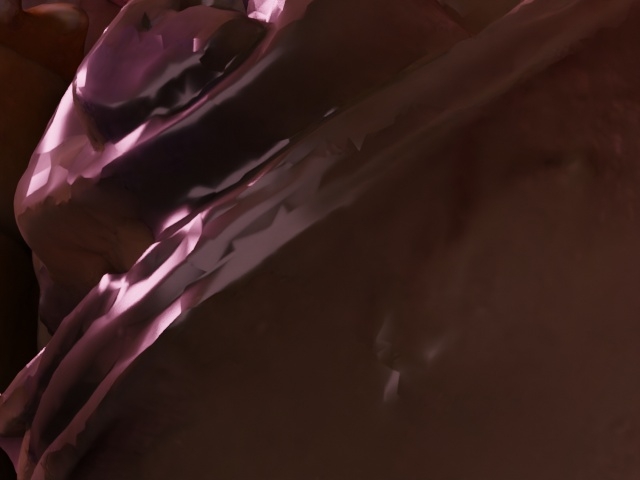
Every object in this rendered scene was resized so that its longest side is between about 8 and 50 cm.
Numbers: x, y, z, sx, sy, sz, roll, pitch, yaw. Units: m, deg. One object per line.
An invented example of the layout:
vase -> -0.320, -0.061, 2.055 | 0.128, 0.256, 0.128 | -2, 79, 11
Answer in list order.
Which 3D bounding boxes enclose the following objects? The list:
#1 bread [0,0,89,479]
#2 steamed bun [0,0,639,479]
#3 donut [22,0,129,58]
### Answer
bread -> -0.249, 0.041, 0.792 | 0.300, 0.210, 0.341 | -2, 65, 22
steamed bun -> 0.000, 0.000, 0.635 | 0.339, 0.247, 0.352 | -28, 49, 42
donut -> -0.230, -0.101, 1.090 | 0.383, 0.142, 0.382 | -30, 45, 35
